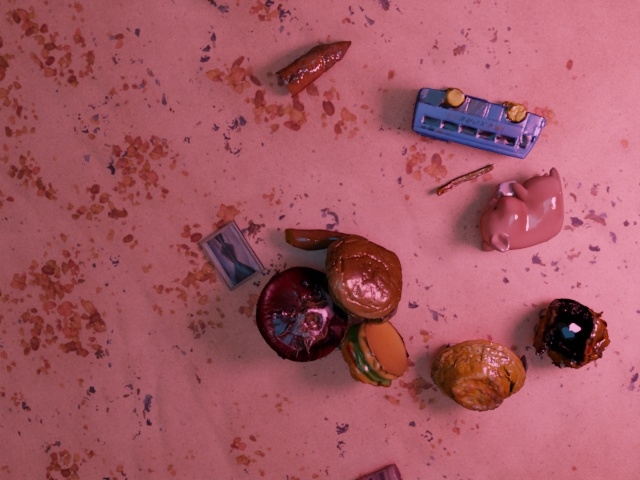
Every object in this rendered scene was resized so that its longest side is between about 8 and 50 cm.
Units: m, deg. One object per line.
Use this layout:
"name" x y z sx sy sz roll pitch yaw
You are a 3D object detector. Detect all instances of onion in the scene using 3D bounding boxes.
"onion" -0.064 0.235 1.552 0.313 0.232 0.314 4 79 -21

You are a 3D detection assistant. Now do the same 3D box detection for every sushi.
"sushi" 0.789 0.296 1.484 0.203 0.213 0.200 22 121 17

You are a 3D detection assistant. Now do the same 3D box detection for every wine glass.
"wine glass" 0.539 0.386 1.574 0.262 0.074 0.074 10 97 6

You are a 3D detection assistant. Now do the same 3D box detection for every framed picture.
"framed picture" -0.307 0.054 1.659 0.150 0.015 0.203 -32 92 9

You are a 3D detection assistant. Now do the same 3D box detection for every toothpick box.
"toothpick box" 0.206 0.844 1.641 0.148 0.098 0.099 -27 92 7

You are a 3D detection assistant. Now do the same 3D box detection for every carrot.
"carrot" -0.011 -0.568 1.535 0.263 0.102 0.102 -31 92 3

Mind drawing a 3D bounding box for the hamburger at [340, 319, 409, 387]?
"hamburger" 0.166 0.368 1.541 0.149 0.237 0.237 -37 91 29

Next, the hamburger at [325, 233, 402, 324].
"hamburger" 0.141 0.114 1.500 0.284 0.266 0.134 20 135 -15

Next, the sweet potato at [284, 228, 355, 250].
"sweet potato" 0.000 0.000 1.590 0.243 0.077 0.077 5 96 -6

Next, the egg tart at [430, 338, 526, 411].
"egg tart" 0.498 0.443 1.508 0.293 0.123 0.294 7 123 10

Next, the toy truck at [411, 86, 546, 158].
"toy truck" 0.476 -0.367 1.465 0.384 0.161 0.162 15 109 4

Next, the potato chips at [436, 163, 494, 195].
"potato chips" 0.466 -0.197 1.541 0.203 0.037 0.026 -25 103 3

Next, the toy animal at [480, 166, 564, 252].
"toy animal" 0.612 -0.083 1.457 0.256 0.195 0.213 -16 86 10
